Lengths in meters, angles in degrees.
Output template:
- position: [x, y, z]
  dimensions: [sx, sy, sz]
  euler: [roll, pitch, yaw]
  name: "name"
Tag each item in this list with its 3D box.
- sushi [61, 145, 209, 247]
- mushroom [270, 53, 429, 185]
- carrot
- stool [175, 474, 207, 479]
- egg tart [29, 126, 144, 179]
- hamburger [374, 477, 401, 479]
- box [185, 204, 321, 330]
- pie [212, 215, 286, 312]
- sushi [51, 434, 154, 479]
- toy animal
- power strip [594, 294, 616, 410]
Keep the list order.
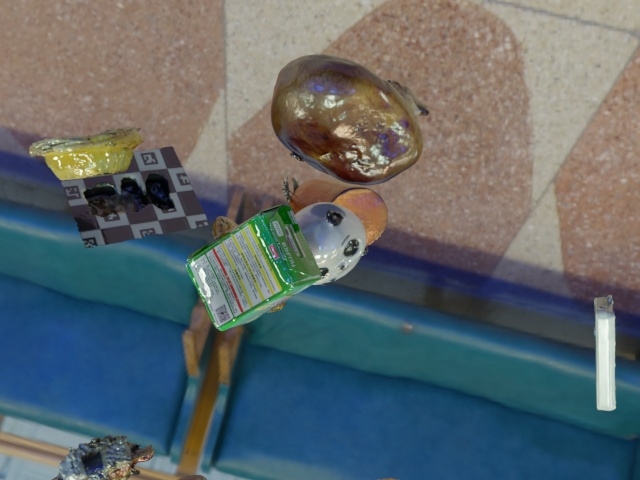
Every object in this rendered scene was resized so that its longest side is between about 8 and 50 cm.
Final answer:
- position: [-0.554, -0.105, 2.358]
  dimensions: [0.372, 0.296, 0.100]
  euler: [-13, 155, -32]
  name: "sushi"
- position: [0.058, -0.272, 1.730]
  dimensions: [0.345, 0.260, 0.345]
  euler: [24, 157, 11]
  name: "mushroom"
- position: [0.008, -0.080, 2.356]
  dimensions: [0.331, 0.214, 0.193]
  euler: [21, 126, 50]
  name: "carrot"
- position: [-0.296, 0.623, 1.812]
  dimensions: [0.139, 0.153, 0.228]
  euler: [67, 160, -9]
  name: "stool"
- position: [-0.573, -0.215, 2.011]
  dimensions: [0.288, 0.119, 0.288]
  euler: [-5, -172, 1]
  name: "egg tart"
- position: [0.095, 0.463, 1.177]
  dimensions: [0.162, 0.244, 0.244]
  euler: [-24, 146, -2]
  name: "hamburger"
- position: [-0.137, 0.055, 1.602]
  dimensions: [0.250, 0.180, 0.103]
  euler: [-30, 171, 34]
  name: "box"
- position: [-0.178, 0.059, 1.959]
  dimensions: [0.069, 0.273, 0.273]
  euler: [-36, 132, 14]
  name: "pie"
- position: [-0.463, 0.464, 1.710]
  dimensions: [0.225, 0.097, 0.103]
  euler: [-15, 127, -14]
  name: "sushi"
- position: [0.005, 0.006, 1.776]
  dimensions: [0.165, 0.187, 0.235]
  euler: [49, 180, 4]
  name: "toy animal"
- position: [0.474, 0.188, 1.353]
  dimensions: [0.035, 0.081, 0.192]
  euler: [-1, 107, 20]
  name: "power strip"
